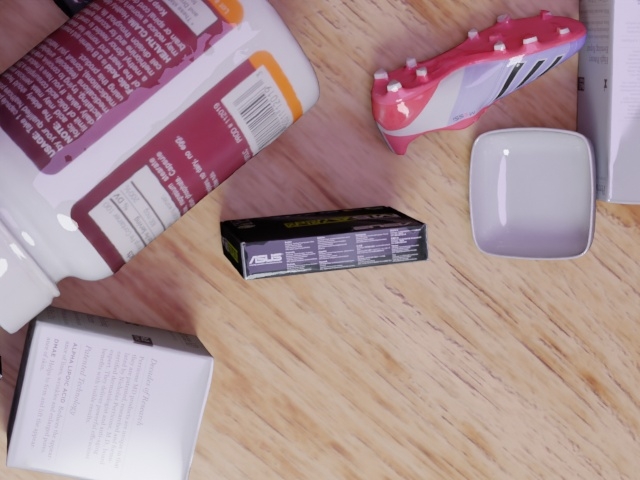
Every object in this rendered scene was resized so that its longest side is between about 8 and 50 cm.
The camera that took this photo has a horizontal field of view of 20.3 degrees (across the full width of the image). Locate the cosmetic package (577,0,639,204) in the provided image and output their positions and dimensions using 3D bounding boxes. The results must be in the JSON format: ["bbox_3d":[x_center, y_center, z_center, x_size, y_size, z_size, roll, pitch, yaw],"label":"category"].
[{"bbox_3d":[0.330,-0.156,1.917,0.086,0.117,0.231,1,95,-10],"label":"cosmetic package"}]

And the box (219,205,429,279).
[{"bbox_3d":[0.000,0.000,1.842,0.191,0.184,0.045,-6,96,-8],"label":"box"}]

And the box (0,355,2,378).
[{"bbox_3d":[-0.370,0.196,1.835,0.029,0.116,0.162,22,92,-13],"label":"box"}]

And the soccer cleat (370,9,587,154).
[{"bbox_3d":[0.171,-0.172,1.915,0.248,0.083,0.095,-21,124,-10],"label":"soccer cleat"}]

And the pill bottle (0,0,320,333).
[{"bbox_3d":[-0.214,-0.102,1.762,0.392,0.224,0.224,-40,101,-8],"label":"pill bottle"}]

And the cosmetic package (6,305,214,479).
[{"bbox_3d":[-0.220,0.163,1.839,0.184,0.151,0.151,12,94,-12],"label":"cosmetic package"}]

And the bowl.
[{"bbox_3d":[0.234,-0.053,1.920,0.142,0.053,0.142,2,98,27],"label":"bowl"}]

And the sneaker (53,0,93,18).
[{"bbox_3d":[-0.250,-0.373,1.801,0.163,0.106,0.281,-28,100,-10],"label":"sneaker"}]
